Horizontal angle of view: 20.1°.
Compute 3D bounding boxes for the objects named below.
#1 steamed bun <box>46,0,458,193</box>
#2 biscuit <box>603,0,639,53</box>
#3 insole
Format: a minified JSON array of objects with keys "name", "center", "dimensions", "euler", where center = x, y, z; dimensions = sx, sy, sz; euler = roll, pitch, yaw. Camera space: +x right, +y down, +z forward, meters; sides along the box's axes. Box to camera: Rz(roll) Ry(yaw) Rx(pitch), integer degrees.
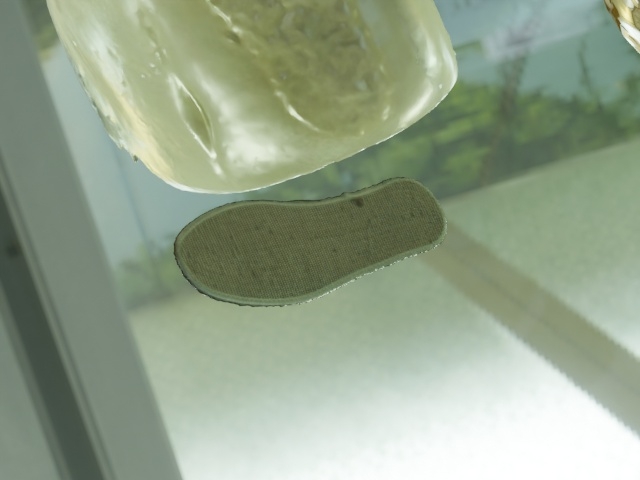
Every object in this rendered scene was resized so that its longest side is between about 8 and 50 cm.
[{"name":"steamed bun","center":[-0.064,-0.166,1.341],"dimensions":[0.272,0.290,0.273],"euler":[-38,-165,5]},{"name":"biscuit","center":[0.292,-0.071,0.579],"dimensions":[0.385,0.365,0.062],"euler":[-29,176,-3]},{"name":"insole","center":[0.000,0.000,1.222],"dimensions":[0.232,0.080,0.003],"euler":[-13,163,-38]}]
